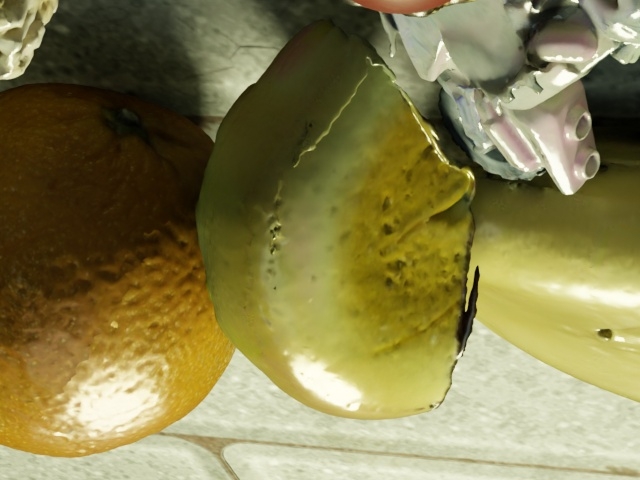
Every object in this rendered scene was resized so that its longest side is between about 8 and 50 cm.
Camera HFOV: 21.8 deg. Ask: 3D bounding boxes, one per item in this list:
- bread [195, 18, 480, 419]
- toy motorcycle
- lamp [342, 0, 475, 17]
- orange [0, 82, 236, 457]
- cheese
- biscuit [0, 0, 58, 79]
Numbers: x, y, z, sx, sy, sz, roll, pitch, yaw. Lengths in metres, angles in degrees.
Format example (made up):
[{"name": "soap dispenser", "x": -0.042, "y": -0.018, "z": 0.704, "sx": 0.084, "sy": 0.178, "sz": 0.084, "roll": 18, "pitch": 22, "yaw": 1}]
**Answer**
[{"name": "bread", "x": -0.006, "y": -0.010, "z": 1.003, "sx": 0.156, "sy": 0.260, "sz": 0.158, "roll": -8, "pitch": -157, "yaw": -32}, {"name": "toy motorcycle", "x": 0.123, "y": -0.112, "z": 0.855, "sx": 0.204, "sy": 0.108, "sz": 0.239, "roll": 19, "pitch": 159, "yaw": 38}, {"name": "lamp", "x": 0.032, "y": -0.194, "z": 0.703, "sx": 0.227, "sy": 0.227, "sz": 0.227, "roll": 12, "pitch": 149, "yaw": 7}, {"name": "orange", "x": -0.167, "y": 0.016, "z": 1.113, "sx": 0.264, "sy": 0.264, "sz": 0.264, "roll": 12, "pitch": 149, "yaw": 7}, {"name": "cheese", "x": 0.206, "y": 0.023, "z": 1.069, "sx": 0.316, "sy": 0.128, "sz": 0.259, "roll": 22, "pitch": 152, "yaw": 0}, {"name": "biscuit", "x": -0.352, "y": -0.201, "z": 0.951, "sx": 0.426, "sy": 0.144, "sz": 0.078, "roll": 14, "pitch": 148, "yaw": 3}]
